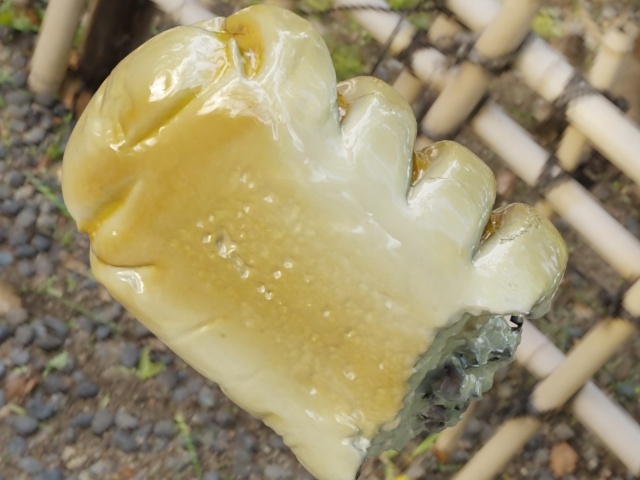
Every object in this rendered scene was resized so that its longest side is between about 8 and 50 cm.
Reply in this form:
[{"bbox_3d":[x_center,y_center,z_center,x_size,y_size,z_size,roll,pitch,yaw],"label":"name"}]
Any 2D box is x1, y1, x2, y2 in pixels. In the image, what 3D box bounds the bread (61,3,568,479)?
[{"bbox_3d":[0.000,0.000,0.460,0.177,0.119,0.084,42,26,-12],"label":"bread"}]
